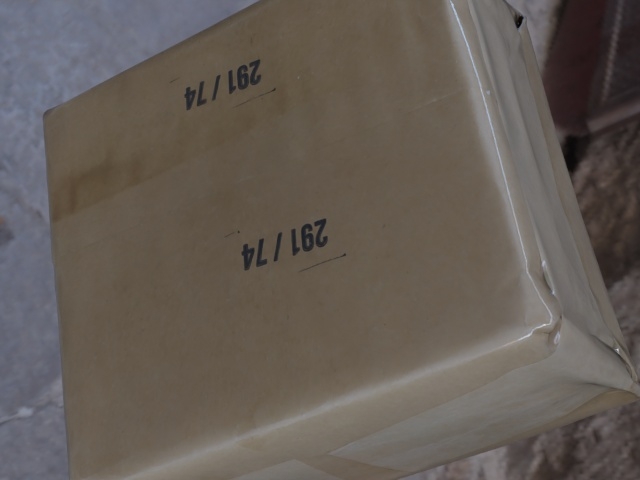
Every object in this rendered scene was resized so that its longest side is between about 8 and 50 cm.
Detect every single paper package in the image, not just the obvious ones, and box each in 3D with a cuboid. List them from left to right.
[{"bbox_3d":[0.000,0.000,0.782,0.168,0.325,0.309,32,41,-52],"label":"paper package"}]
